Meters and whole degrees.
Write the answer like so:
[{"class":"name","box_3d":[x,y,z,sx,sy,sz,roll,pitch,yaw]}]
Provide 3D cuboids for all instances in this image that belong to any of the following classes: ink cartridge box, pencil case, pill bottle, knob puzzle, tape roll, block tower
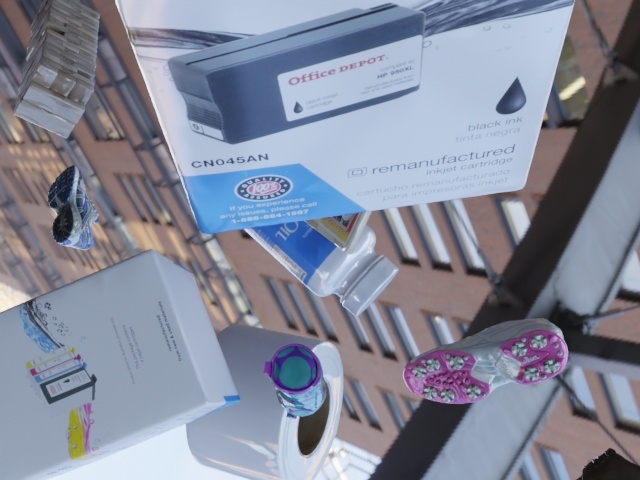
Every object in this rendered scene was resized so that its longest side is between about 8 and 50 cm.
[{"class":"ink cartridge box","box_3d":[-0.234,0.140,0.892,0.233,0.168,0.171,-23,169,1]},{"class":"pencil case","box_3d":[-0.029,0.177,1.051,0.070,0.151,0.064,7,-112,4]},{"class":"pill bottle","box_3d":[0.000,0.000,1.192,0.124,0.221,0.124,-47,171,-10]},{"class":"ink cartridge box","box_3d":[0.014,-0.185,0.576,0.285,0.395,0.166,-8,-120,0]},{"class":"knob puzzle","box_3d":[0.032,-0.099,0.976,0.213,0.030,0.213,-46,-146,43]},{"class":"tape roll","box_3d":[-0.084,0.270,1.375,0.169,0.246,0.246,8,-144,24]},{"class":"block tower","box_3d":[-0.431,-0.306,1.396,0.091,0.097,0.335,-49,-146,25]}]

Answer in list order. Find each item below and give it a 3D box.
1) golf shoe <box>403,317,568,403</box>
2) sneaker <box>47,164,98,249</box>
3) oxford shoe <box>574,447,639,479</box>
[{"class":"golf shoe","box_3d":[0.307,0.220,1.568,0.306,0.115,0.140,-14,-166,19]},{"class":"sneaker","box_3d":[-0.334,-0.042,1.147,0.052,0.058,0.135,-27,-127,22]},{"class":"oxford shoe","box_3d":[0.357,0.322,1.090,0.227,0.083,0.096,-6,-117,4]}]
